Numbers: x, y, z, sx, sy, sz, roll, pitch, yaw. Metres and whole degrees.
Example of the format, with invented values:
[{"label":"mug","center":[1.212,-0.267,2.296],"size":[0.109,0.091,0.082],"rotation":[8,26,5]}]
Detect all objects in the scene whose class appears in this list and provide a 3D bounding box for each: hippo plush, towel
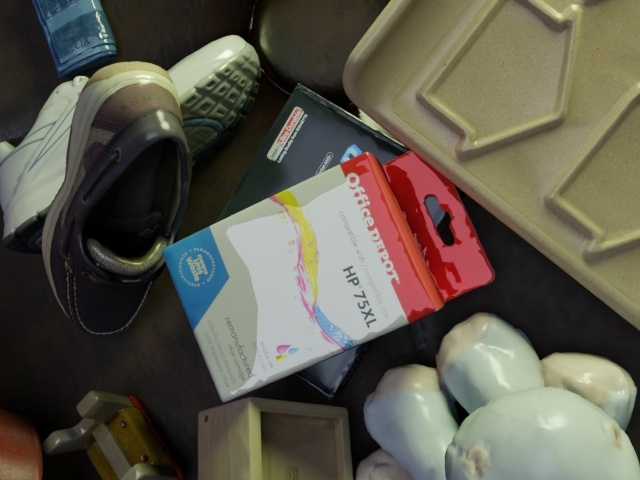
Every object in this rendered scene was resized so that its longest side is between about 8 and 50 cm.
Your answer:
[{"label":"hippo plush","center":[0.122,0.203,0.545],"size":[0.234,0.236,0.294],"rotation":[-1,87,13]},{"label":"towel","center":[-0.250,-0.227,0.761],"size":[0.067,0.029,0.119],"rotation":[-22,82,11]}]

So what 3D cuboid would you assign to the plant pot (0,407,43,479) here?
[{"label":"plant pot","center":[-0.397,0.213,0.623],"size":[0.272,0.265,0.272],"rotation":[-28,49,38]}]

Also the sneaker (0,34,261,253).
[{"label":"sneaker","center":[-0.192,-0.108,0.706],"size":[0.297,0.111,0.129],"rotation":[-31,72,8]}]

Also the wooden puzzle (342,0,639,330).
[{"label":"wooden puzzle","center":[0.241,-0.142,0.591],"size":[0.348,0.080,0.322],"rotation":[38,98,-5]}]

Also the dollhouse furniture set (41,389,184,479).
[{"label":"dollhouse furniture set","center":[-0.134,0.341,0.672],"size":[0.201,0.152,0.374],"rotation":[-46,61,9]}]

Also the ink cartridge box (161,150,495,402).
[{"label":"ink cartridge box","center":[0.008,0.021,0.609],"size":[0.231,0.078,0.134],"rotation":[-25,83,11]}]

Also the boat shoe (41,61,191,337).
[{"label":"boat shoe","center":[-0.168,-0.007,0.634],"size":[0.092,0.102,0.285],"rotation":[62,140,39]}]

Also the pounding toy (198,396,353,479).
[{"label":"pounding toy","center":[-0.034,0.211,0.642],"size":[0.100,0.141,0.130],"rotation":[-24,60,41]}]

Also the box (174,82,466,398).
[{"label":"box","center":[0.000,0.000,0.679],"size":[0.175,0.051,0.220],"rotation":[33,96,12]}]
